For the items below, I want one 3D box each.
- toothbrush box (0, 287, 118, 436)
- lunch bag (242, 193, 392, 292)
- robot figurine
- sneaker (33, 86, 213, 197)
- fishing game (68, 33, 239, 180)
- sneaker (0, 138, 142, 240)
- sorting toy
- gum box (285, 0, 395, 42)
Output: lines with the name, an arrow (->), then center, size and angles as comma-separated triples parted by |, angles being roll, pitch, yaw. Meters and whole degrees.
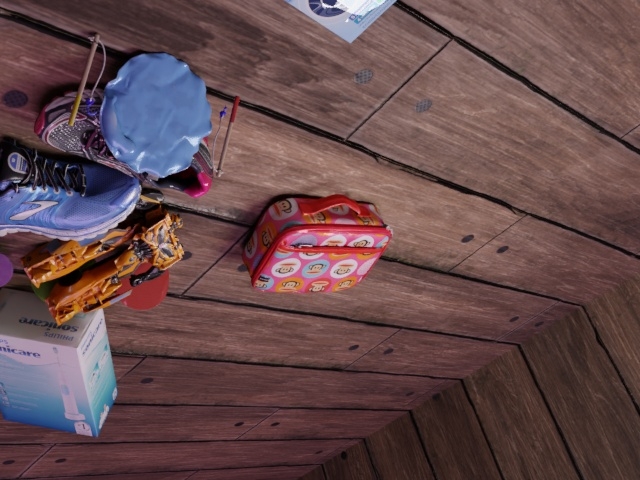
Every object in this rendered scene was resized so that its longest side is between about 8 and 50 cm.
toothbrush box -> -0.559, 0.257, 1.492 | 0.216, 0.126, 0.295 | 8, 132, 5
lunch bag -> 0.000, 0.000, 1.553 | 0.293, 0.120, 0.258 | 1, 140, -32
robot figurine -> -0.382, 0.030, 1.334 | 0.291, 0.085, 0.211 | -28, 134, -16
sneaker -> -0.297, -0.151, 1.141 | 0.299, 0.112, 0.121 | 10, 139, -38
fishing game -> -0.249, -0.188, 1.096 | 0.264, 0.189, 0.041 | 12, 180, -40
sneaker -> -0.453, -0.080, 1.152 | 0.330, 0.129, 0.147 | -8, 150, -17
sorting toy -> -0.496, 0.074, 1.435 | 0.366, 0.127, 0.126 | 6, 171, -31
gum box -> 0.034, -0.381, 1.025 | 0.157, 0.041, 0.184 | -37, 144, 28
